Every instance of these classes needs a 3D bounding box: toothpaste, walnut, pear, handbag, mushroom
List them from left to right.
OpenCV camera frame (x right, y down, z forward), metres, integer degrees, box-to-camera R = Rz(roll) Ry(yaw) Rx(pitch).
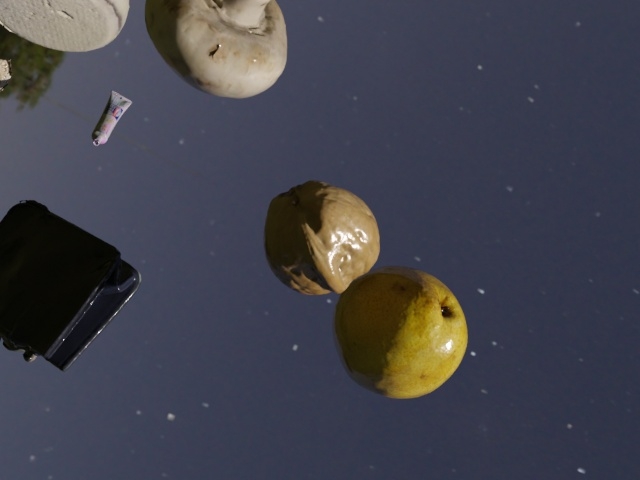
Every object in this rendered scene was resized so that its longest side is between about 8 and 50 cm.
[{"bbox_3d":[-0.511,0.094,1.582,0.326,0.118,0.269,24,-112,36],"label":"handbag"},{"bbox_3d":[-0.387,-0.223,1.593,0.028,0.045,0.170,-53,-163,35],"label":"toothpaste"},{"bbox_3d":[-0.164,-0.426,1.636,0.290,0.297,0.297,-41,-142,37],"label":"mushroom"},{"bbox_3d":[0.000,0.000,1.151,0.166,0.166,0.149,-45,-145,23],"label":"walnut"},{"bbox_3d":[0.123,0.137,1.319,0.209,0.209,0.209,-33,-138,36],"label":"pear"}]

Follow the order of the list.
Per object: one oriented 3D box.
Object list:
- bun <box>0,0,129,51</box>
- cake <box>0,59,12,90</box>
[{"bbox_3d":[-0.252,-0.254,0.847,0.138,0.138,0.094,-22,-125,45],"label":"bun"},{"bbox_3d":[-0.651,-0.321,1.637,0.065,0.121,0.052,-24,-114,46],"label":"cake"}]
